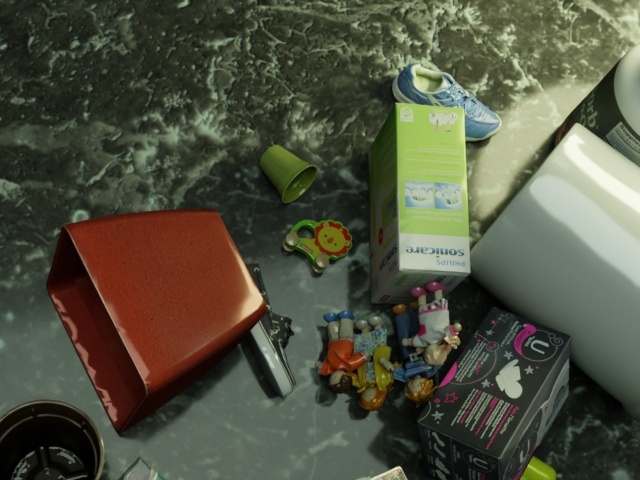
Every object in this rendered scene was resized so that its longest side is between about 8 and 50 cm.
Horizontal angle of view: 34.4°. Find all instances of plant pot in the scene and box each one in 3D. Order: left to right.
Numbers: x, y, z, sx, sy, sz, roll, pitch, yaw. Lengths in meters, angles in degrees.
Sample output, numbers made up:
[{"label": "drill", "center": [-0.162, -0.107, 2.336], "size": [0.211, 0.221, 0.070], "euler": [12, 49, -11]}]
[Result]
[{"label": "plant pot", "center": [-0.395, 0.334, 1.489], "size": [0.167, 0.165, 0.167], "euler": [5, 62, -9]}, {"label": "plant pot", "center": [-0.239, 0.099, 1.567], "size": [0.236, 0.267, 0.267], "euler": [-23, 77, -28]}, {"label": "plant pot", "center": [-0.061, -0.120, 1.758], "size": [0.083, 0.083, 0.079], "euler": [-40, 71, -19]}]

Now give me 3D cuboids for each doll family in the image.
[{"label": "doll family", "center": [0.123, 0.185, 1.639], "size": [0.263, 0.118, 0.163], "euler": [-20, 53, 26]}]

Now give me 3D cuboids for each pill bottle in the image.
[{"label": "pill bottle", "center": [0.559, -0.212, 1.737], "size": [0.210, 0.363, 0.210], "euler": [4, 68, -11]}]

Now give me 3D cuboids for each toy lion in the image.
[{"label": "toy lion", "center": [0.000, 0.000, 1.751], "size": [0.100, 0.034, 0.096], "euler": [36, 63, 3]}]

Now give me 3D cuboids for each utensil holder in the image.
[{"label": "utensil holder", "center": [0.465, 0.047, 1.664], "size": [0.385, 0.327, 0.327], "euler": [39, 70, 6]}]

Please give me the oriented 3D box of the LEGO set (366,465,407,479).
[{"label": "LEGO set", "center": [0.052, 0.439, 1.418], "size": [0.244, 0.060, 0.182], "euler": [-16, 70, -36]}]

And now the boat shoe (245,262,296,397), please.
[{"label": "boat shoe", "center": [-0.083, 0.138, 1.669], "size": [0.076, 0.080, 0.228], "euler": [-22, 70, -15]}]

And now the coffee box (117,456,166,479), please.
[{"label": "coffee box", "center": [-0.243, 0.428, 1.558], "size": [0.184, 0.040, 0.113], "euler": [42, 70, 5]}]

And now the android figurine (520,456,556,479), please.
[{"label": "android figurine", "center": [0.290, 0.454, 1.640], "size": [0.273, 0.056, 0.248], "euler": [33, 69, 4]}]

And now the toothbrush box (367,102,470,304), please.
[{"label": "toothbrush box", "center": [0.157, -0.054, 1.701], "size": [0.122, 0.206, 0.283], "euler": [2, 72, -10]}]

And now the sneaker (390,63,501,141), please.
[{"label": "sneaker", "center": [0.228, -0.245, 1.844], "size": [0.211, 0.081, 0.080], "euler": [24, 68, -3]}]

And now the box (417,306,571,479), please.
[{"label": "box", "center": [0.275, 0.259, 1.598], "size": [0.142, 0.163, 0.247], "euler": [22, 55, 29]}]

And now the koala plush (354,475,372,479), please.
[{"label": "koala plush", "center": [0.024, 0.455, 1.524], "size": [0.203, 0.196, 0.221], "euler": [23, 73, 9]}]
